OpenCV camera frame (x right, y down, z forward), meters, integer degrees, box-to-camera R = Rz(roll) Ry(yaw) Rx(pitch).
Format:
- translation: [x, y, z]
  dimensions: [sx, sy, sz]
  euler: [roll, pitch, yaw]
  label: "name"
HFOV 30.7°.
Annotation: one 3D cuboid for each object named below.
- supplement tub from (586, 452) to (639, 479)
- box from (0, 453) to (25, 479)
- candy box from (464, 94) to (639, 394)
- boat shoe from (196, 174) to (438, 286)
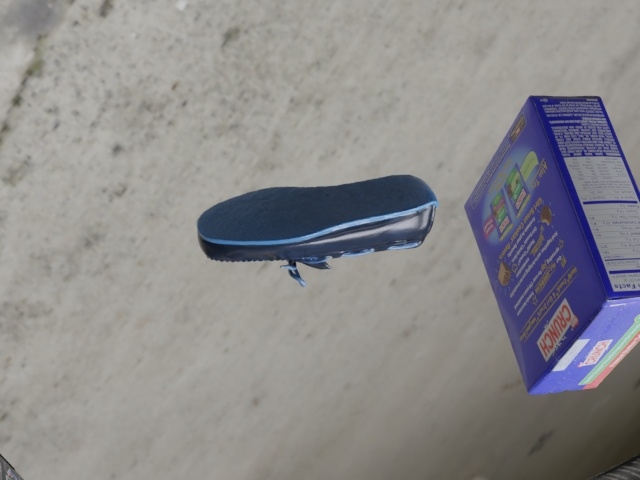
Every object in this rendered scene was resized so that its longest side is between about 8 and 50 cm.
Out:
- translation: [0.309, 0.238, 0.881]
  dimensions: [0.316, 0.193, 0.193]
  euler: [-21, 150, -17]
  label: "supplement tub"
- translation: [-0.290, 0.305, 1.108]
  dimensions: [0.051, 0.220, 0.175]
  euler: [-34, 120, -1]
  label: "box"
- translation: [0.327, 0.008, 1.573]
  dimensions: [0.122, 0.317, 0.268]
  euler: [-3, 149, -17]
  label: "candy box"
- translation: [0.000, 0.000, 1.237]
  dimensions: [0.258, 0.109, 0.089]
  euler: [-4, 132, -6]
  label: "boat shoe"
